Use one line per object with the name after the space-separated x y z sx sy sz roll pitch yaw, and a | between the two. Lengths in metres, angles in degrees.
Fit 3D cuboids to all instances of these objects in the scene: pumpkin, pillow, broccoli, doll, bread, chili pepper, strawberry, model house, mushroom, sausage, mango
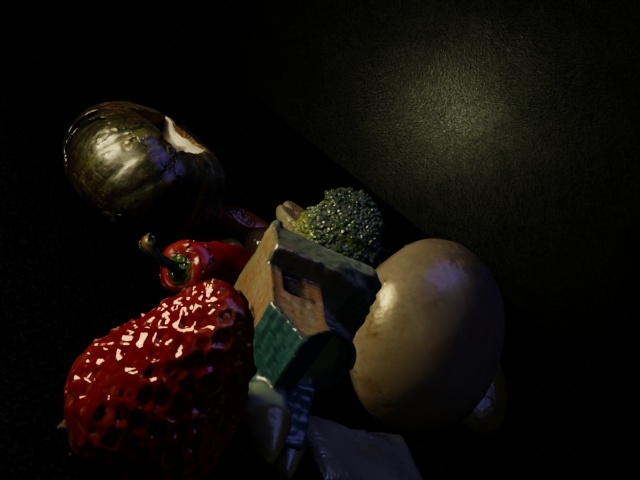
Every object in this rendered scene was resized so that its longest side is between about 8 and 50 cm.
-0.334 -0.137 1.344 0.320 0.192 0.320 32 14 -9 | pumpkin
0.064 0.337 1.075 0.229 0.050 0.148 23 15 -32 | pillow
0.032 0.015 1.695 0.247 0.263 0.243 31 -27 -21 | broccoli
-0.159 0.025 1.441 0.188 0.096 0.145 -8 -6 -23 | doll
0.000 0.000 1.952 0.316 0.054 0.316 34 16 -11 | bread
-0.187 0.056 1.265 0.110 0.110 0.387 43 13 25 | chili pepper
-0.156 0.149 0.768 0.205 0.244 0.205 35 17 -13 | strawberry
-0.038 0.182 0.918 0.194 0.267 0.325 25 23 -17 | model house
0.175 0.172 1.310 0.294 0.362 0.362 9 -6 40 | mushroom
-0.164 -0.020 1.578 0.179 0.089 0.089 33 15 -5 | sausage
0.325 0.303 1.558 0.176 0.176 0.329 -14 29 -7 | mango

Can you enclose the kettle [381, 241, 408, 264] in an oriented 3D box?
0.275 0.138 1.898 0.308 0.203 0.262 15 40 -50 | kettle
